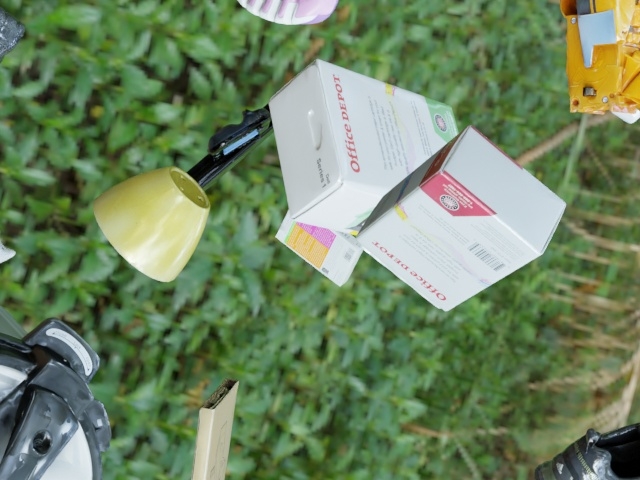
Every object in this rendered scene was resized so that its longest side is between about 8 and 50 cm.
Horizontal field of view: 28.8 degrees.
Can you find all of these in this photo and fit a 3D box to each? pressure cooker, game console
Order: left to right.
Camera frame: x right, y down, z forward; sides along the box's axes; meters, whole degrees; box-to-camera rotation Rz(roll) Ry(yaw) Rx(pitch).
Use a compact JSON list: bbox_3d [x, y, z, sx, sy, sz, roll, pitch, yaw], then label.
[{"bbox_3d":[-0.450,0.249,1.449,0.375,0.420,0.370,-1,104,-29],"label":"pressure cooker"},{"bbox_3d":[-0.140,-0.146,1.949,0.213,0.044,0.361,-41,-178,-3],"label":"game console"}]

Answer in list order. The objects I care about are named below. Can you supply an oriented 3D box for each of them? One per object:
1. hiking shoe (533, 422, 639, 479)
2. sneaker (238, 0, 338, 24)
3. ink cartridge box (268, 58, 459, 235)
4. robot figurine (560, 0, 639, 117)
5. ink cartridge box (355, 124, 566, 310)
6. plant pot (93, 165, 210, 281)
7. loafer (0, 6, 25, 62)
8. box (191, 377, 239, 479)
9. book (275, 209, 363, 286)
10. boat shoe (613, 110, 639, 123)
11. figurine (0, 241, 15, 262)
[{"bbox_3d":[0.324,0.229,1.200,0.114,0.227,0.086,-55,-142,40],"label":"hiking shoe"},{"bbox_3d":[-0.058,-0.277,1.256,0.104,0.236,0.095,17,103,-52],"label":"sneaker"},{"bbox_3d":[0.077,-0.114,1.762,0.278,0.117,0.201,12,55,-41],"label":"ink cartridge box"},{"bbox_3d":[0.261,-0.242,0.988,0.211,0.085,0.291,-2,95,-49],"label":"robot figurine"},{"bbox_3d":[0.135,-0.018,1.236,0.072,0.127,0.175,-57,-170,-33],"label":"ink cartridge box"},{"bbox_3d":[-0.188,-0.032,1.481,0.095,0.134,0.134,-42,167,17],"label":"plant pot"},{"bbox_3d":[-0.458,-0.269,1.670,0.076,0.223,0.078,38,80,-25],"label":"loafer"},{"bbox_3d":[-0.142,0.293,1.614,0.164,0.021,0.201,-45,143,-80],"label":"box"},{"bbox_3d":[0.000,0.000,2.123,0.035,0.144,0.096,-37,161,-43],"label":"book"},{"bbox_3d":[0.364,-0.201,1.320,0.184,0.063,0.066,-50,-170,-20],"label":"boat shoe"},{"bbox_3d":[-0.696,0.012,2.288,0.209,0.092,0.215,-34,128,0],"label":"figurine"}]
